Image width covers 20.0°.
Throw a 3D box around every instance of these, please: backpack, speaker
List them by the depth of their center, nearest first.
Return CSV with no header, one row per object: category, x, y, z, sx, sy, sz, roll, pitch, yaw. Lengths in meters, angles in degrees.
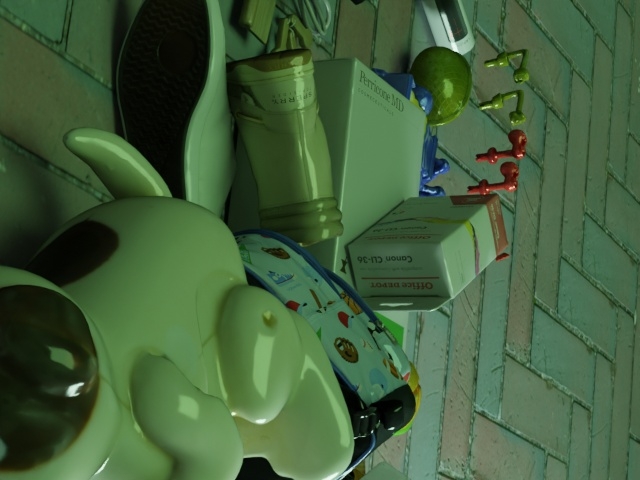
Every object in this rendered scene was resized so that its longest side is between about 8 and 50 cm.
backpack,-0.060,0.123,1.778,0.263,0.276,0.213,52,27,0
speaker,0.171,-0.322,2.521,0.055,0.055,0.136,-65,144,-42

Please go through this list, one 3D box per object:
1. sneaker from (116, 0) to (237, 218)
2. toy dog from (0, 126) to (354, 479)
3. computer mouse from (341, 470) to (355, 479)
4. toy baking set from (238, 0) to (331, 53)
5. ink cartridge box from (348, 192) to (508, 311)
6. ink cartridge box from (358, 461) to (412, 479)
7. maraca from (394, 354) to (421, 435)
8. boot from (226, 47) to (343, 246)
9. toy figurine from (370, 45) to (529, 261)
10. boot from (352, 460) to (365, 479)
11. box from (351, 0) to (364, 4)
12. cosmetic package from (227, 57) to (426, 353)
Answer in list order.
sneaker,-0.138,-0.124,1.838,0.123,0.106,0.290,-13,110,-67
toy dog,-0.193,0.106,1.503,0.408,0.284,0.395,-14,100,-61
computer mouse,-0.031,0.274,1.906,0.193,0.042,0.106,-48,138,-33
toy baking set,-0.040,-0.295,2.123,0.256,0.030,0.197,-63,145,-44
ink cartridge box,0.110,0.012,1.956,0.198,0.115,0.067,-39,121,-55
ink cartridge box,0.052,0.445,2.031,0.207,0.119,0.353,-36,139,-30
maraca,0.051,0.164,2.202,0.186,0.099,0.127,36,38,-30
boot,-0.044,-0.092,1.894,0.262,0.095,0.203,-172,-111,-75
toy figurine,0.132,-0.157,2.296,0.217,0.191,0.362,47,46,-46
boot,-0.021,0.304,2.034,0.295,0.104,0.211,9,82,-64
box,0.047,-0.468,1.931,0.395,0.293,0.212,32,32,-62
cosmetic package,0.000,0.000,2.039,0.197,0.155,0.365,28,64,-57
